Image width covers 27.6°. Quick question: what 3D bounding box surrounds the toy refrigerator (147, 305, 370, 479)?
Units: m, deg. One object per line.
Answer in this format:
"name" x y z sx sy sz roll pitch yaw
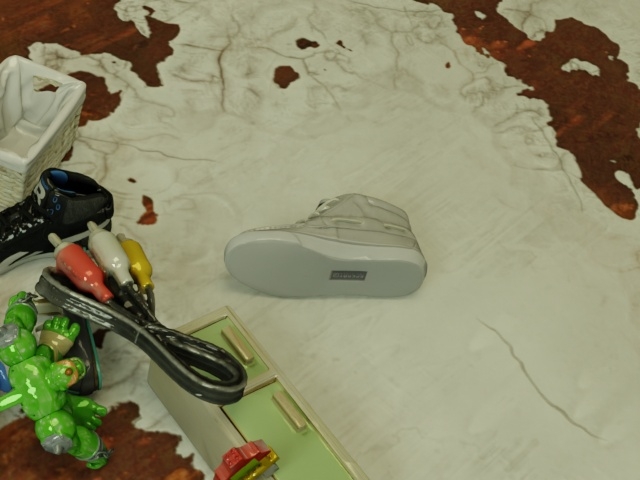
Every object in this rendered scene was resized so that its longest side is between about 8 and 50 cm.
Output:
"toy refrigerator" -0.070 0.203 1.402 0.102 0.094 0.269 -23 58 -31

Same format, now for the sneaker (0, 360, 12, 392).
"sneaker" -0.461 0.168 1.302 0.236 0.130 0.323 30 43 18

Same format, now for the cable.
"cable" -0.194 0.072 1.376 0.139 0.072 0.287 -4 31 -45

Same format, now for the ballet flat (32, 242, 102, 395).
"ballet flat" -0.290 0.086 1.467 0.074 0.074 0.203 -2 52 -16

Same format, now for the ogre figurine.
"ogre figurine" -0.280 0.150 1.339 0.097 0.118 0.197 -7 91 6

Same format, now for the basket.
"basket" -0.376 -0.131 1.613 0.113 0.103 0.167 22 48 5

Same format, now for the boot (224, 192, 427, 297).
"boot" 0.000 0.000 1.617 0.258 0.095 0.123 8 41 -20

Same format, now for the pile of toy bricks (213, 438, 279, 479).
"pile of toy bricks" -0.114 0.291 1.251 0.212 0.105 0.118 -40 61 -3

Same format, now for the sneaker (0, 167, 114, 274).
"sneaker" -0.349 -0.030 1.517 0.217 0.121 0.079 -11 52 -23
